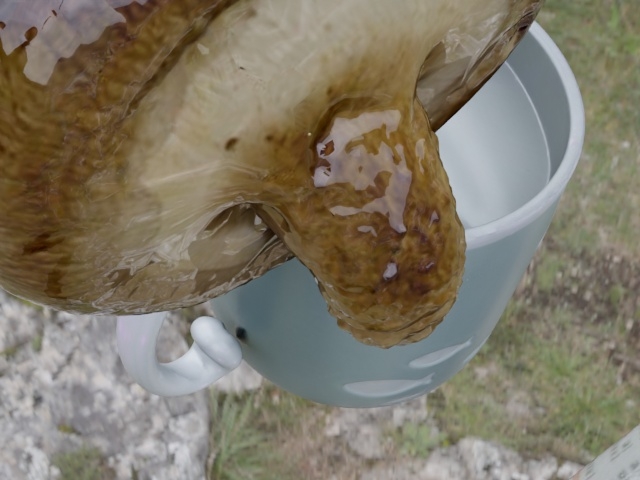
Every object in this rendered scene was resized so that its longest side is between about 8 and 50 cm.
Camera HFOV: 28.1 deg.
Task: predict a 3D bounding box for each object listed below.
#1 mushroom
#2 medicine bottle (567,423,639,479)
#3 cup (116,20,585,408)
[{"bbox_3d":[-0.036,-0.102,0.631,0.239,0.345,0.345,20,58,26],"label":"mushroom"},{"bbox_3d":[0.290,0.303,1.169,0.371,0.211,0.211,-42,56,17],"label":"medicine bottle"},{"bbox_3d":[0.000,0.000,0.944,0.356,0.274,0.259,-35,66,-26],"label":"cup"}]
